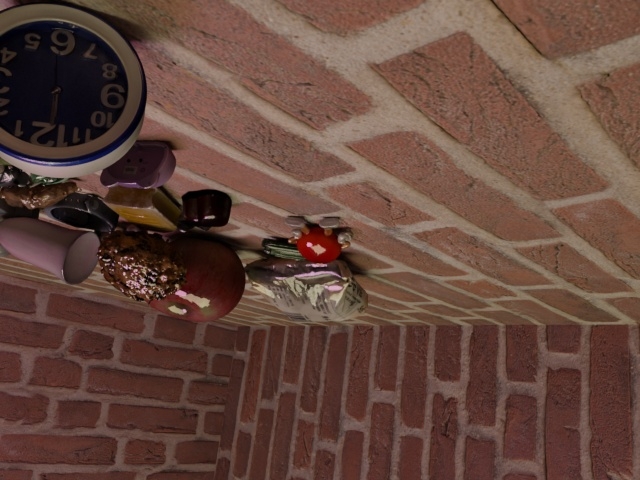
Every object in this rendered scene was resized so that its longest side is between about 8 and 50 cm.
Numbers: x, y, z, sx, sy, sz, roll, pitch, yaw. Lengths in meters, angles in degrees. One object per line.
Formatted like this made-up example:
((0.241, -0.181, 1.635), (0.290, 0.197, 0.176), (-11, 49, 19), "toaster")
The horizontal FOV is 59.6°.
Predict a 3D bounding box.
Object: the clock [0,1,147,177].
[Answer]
((-0.359, -0.204, 0.767), (0.231, 0.230, 0.083), (12, 167, -17), "clock")

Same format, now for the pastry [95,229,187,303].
((-0.505, 0.059, 1.622), (0.275, 0.192, 0.274), (15, 137, 15), "pastry")

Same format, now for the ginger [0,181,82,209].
((-0.765, -0.128, 1.494), (0.290, 0.084, 0.122), (-1, -155, 34), "ginger")

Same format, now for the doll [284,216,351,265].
((0.000, 0.000, 1.601), (0.183, 0.085, 0.217), (1, 146, 15), "doll")

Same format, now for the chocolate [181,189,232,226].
((-0.297, -0.072, 1.470), (0.149, 0.080, 0.125), (-4, 160, 30), "chocolate")

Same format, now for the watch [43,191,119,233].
((-0.687, -0.080, 1.640), (0.193, 0.068, 0.206), (-1, 160, 28), "watch")

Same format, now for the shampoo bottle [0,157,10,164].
((-0.754, -0.209, 1.183), (0.323, 0.084, 0.129), (4, 161, 12), "shampoo bottle")

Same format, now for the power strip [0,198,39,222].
((-0.961, -0.090, 1.753), (0.145, 0.061, 0.215), (-1, 164, 3), "power strip")

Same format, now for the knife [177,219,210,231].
((-0.341, -0.042, 1.574), (0.060, 0.028, 0.230), (24, -173, 2), "knife")

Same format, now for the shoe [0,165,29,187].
((-0.786, -0.159, 1.407), (0.100, 0.071, 0.169), (9, 164, -30), "shoe")

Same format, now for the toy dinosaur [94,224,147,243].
((-0.652, -0.015, 1.813), (0.177, 0.152, 0.194), (-29, -179, -14), "toy dinosaur")

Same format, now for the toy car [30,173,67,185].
((-0.469, -0.196, 1.034), (0.125, 0.136, 0.306), (-8, 175, -32), "toy car")

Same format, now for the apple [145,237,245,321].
((-0.423, 0.117, 1.884), (0.345, 0.269, 0.344), (11, 150, 6), "apple")

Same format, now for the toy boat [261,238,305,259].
((-0.086, 0.033, 1.799), (0.211, 0.052, 0.104), (7, 162, -6), "toy boat")

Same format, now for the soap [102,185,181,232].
((-0.467, -0.085, 1.508), (0.140, 0.073, 0.232), (9, 165, 8), "soap")

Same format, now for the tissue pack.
((-0.036, 0.172, 2.009), (0.390, 0.194, 0.375), (1, 156, 21), "tissue pack")

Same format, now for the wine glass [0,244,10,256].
((-1.085, 0.006, 1.979), (0.144, 0.143, 0.321), (-8, 158, 42), "wine glass")

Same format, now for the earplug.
((-0.848, 0.009, 1.692), (0.302, 0.172, 0.172), (18, 166, 10), "earplug")

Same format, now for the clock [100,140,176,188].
((-0.383, -0.151, 1.176), (0.153, 0.109, 0.050), (4, 161, 15), "clock")
